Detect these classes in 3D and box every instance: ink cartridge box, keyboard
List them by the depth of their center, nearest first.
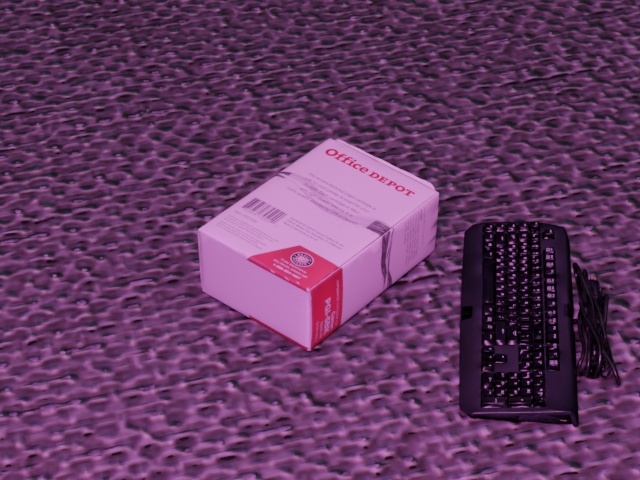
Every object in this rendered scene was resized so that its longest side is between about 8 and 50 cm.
[{"bbox_3d":[0.140,0.040,1.122,0.100,0.038,0.192,2,39,3],"label":"keyboard"},{"bbox_3d":[0.000,0.000,1.157,0.099,0.056,0.135,28,47,31],"label":"ink cartridge box"}]
